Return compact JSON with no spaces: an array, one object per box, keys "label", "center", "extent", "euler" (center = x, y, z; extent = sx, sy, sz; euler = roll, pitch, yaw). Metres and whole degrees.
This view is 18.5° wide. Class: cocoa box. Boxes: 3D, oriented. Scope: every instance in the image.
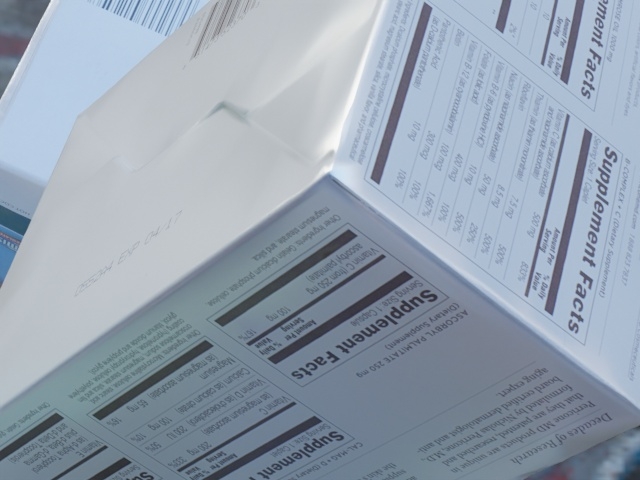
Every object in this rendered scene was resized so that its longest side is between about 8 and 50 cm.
[{"label":"cocoa box","center":[-0.069,-0.044,1.493],"extent":[0.347,0.228,0.231],"euler":[23,66,-4]}]

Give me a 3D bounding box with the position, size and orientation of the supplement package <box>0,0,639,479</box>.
[{"label":"supplement package","center":[0.000,0.000,0.756],"extent":[0.262,0.145,0.204],"euler":[-33,29,43]}]
